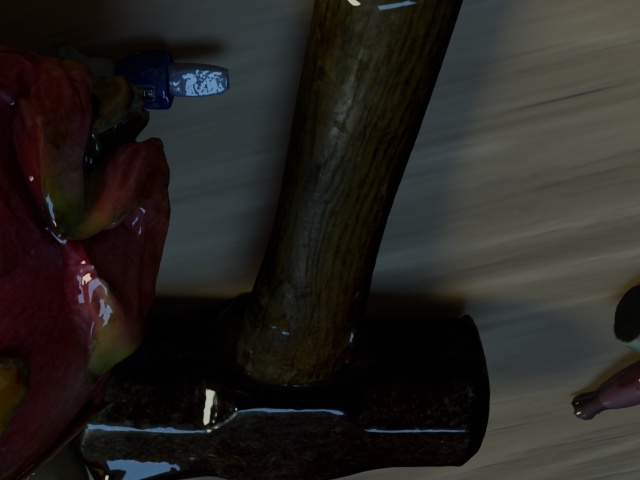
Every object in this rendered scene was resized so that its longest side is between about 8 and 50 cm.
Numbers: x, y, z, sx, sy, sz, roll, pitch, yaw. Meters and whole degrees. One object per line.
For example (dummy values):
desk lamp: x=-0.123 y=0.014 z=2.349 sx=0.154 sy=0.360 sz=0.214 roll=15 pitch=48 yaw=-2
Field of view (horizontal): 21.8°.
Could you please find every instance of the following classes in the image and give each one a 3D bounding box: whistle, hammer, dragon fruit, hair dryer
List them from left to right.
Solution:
dragon fruit: x=-0.218 y=0.026 z=0.741 sx=0.315 sy=0.250 sz=0.250 roll=-2 pitch=149 yaw=19
whistle: x=-0.085 y=-0.077 z=0.782 sx=0.083 sy=0.029 sz=0.033 roll=0 pitch=128 yaw=3
hammer: x=0.000 y=0.000 z=0.858 sx=0.242 sy=0.095 sz=0.409 roll=1 pitch=143 yaw=-10
hair dryer: x=0.209 y=0.083 z=1.052 sx=0.106 sy=0.054 sz=0.154 roll=14 pitch=146 yaw=-20

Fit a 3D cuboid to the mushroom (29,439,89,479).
mushroom: x=-0.245 y=0.179 z=0.985 sx=0.255 sy=0.255 sz=0.184 roll=3 pitch=179 yaw=-13
